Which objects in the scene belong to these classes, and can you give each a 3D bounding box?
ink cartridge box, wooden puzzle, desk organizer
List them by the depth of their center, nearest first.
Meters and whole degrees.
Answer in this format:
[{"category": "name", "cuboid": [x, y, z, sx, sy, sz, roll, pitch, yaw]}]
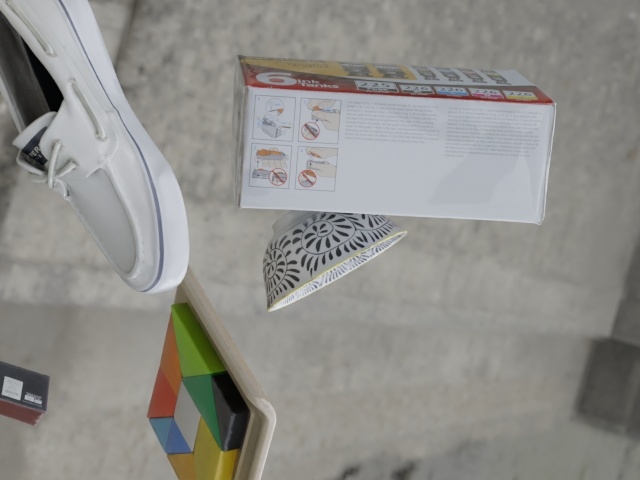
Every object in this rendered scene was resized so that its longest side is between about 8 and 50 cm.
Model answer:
[{"category": "desk organizer", "cuboid": [-0.311, 0.133, 1.457, 0.050, 0.130, 0.047, -56, -156, 34]}, {"category": "wooden puzzle", "cuboid": [-0.116, 0.172, 1.596, 0.044, 0.221, 0.238, -11, 132, -24]}, {"category": "ink cartridge box", "cuboid": [0.062, -0.117, 1.725, 0.272, 0.309, 0.130, -110, -156, -74]}]

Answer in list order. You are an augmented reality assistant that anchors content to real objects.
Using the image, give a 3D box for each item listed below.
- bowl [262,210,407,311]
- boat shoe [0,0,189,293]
[{"category": "bowl", "cuboid": [0.000, 0.000, 1.739, 0.080, 0.170, 0.170, 61, 22, 5]}, {"category": "boat shoe", "cuboid": [-0.186, -0.078, 1.229, 0.088, 0.096, 0.267, -17, 84, -43]}]
